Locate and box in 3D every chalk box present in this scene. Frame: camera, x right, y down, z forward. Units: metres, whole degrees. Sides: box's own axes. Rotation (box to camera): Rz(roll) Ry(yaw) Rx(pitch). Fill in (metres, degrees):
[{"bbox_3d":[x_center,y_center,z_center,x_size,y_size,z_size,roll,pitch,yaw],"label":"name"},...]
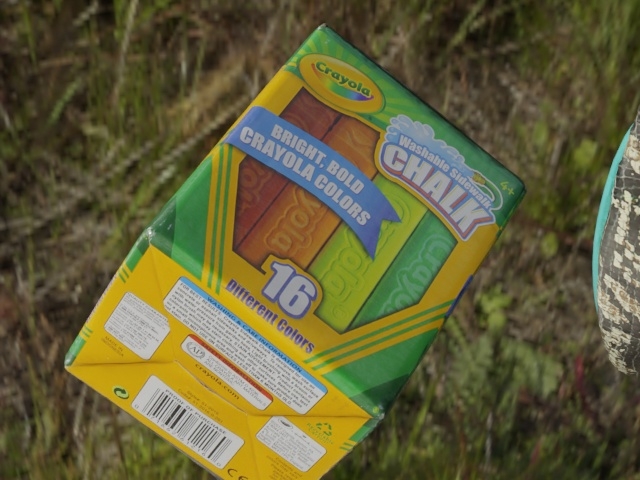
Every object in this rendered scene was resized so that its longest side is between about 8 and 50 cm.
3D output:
[{"bbox_3d":[0.000,0.000,1.089,0.180,0.179,0.289,37,51,-2],"label":"chalk box"}]

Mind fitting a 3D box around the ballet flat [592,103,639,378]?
[{"bbox_3d":[0.257,-0.082,0.910,0.164,0.482,0.182,-17,37,-28],"label":"ballet flat"}]
